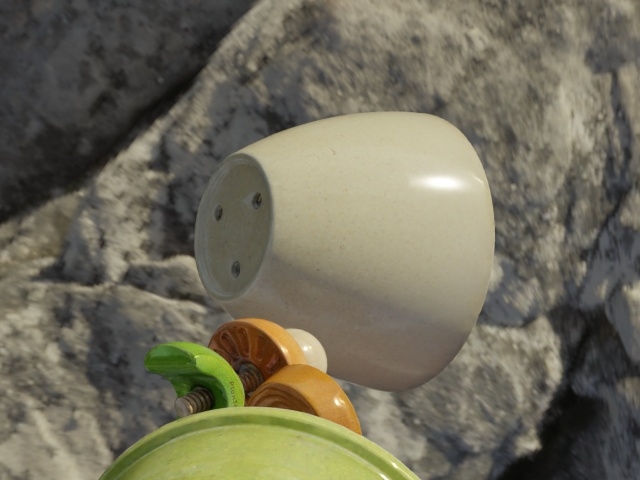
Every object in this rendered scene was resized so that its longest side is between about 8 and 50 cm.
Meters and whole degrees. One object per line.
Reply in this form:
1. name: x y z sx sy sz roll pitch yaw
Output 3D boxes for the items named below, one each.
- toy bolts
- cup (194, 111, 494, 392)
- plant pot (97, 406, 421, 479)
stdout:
1. toy bolts: -0.007 0.176 1.089 0.218 0.158 0.228 0 101 44
2. cup: 0.000 0.000 1.565 0.331 0.237 0.331 -15 71 52
3. plant pot: -0.061 0.259 0.748 0.276 0.254 0.276 3 102 13
